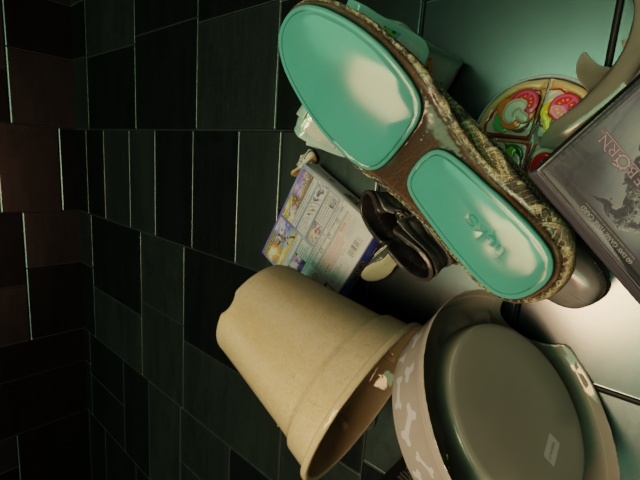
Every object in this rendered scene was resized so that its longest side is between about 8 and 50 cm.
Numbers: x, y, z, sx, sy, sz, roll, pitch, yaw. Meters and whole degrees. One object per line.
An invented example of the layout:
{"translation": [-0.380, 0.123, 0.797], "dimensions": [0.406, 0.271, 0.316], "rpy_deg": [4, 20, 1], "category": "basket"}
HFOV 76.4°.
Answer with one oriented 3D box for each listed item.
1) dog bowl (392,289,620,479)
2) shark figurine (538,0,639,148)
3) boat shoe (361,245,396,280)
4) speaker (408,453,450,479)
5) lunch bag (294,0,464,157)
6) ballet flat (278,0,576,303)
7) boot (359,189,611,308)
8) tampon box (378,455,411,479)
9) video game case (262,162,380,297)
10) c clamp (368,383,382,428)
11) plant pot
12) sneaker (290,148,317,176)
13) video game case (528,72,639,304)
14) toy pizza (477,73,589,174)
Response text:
{"translation": [0.255, 0.249, 0.581], "dimensions": [0.102, 0.349, 0.348], "rpy_deg": [-46, 65, 50], "category": "dog bowl"}
{"translation": [0.398, -0.257, 0.519], "dimensions": [0.167, 0.116, 0.277], "rpy_deg": [10, 97, 25], "category": "shark figurine"}
{"translation": [0.135, 0.037, 0.844], "dimensions": [0.137, 0.049, 0.043], "rpy_deg": [-47, 23, 37], "category": "boat shoe"}
{"translation": [0.283, 0.550, 0.722], "dimensions": [0.131, 0.131, 0.296], "rpy_deg": [-48, 65, 34], "category": "speaker"}
{"translation": [0.090, -0.257, 0.698], "dimensions": [0.160, 0.263, 0.223], "rpy_deg": [45, 121, 28], "category": "lunch bag"}
{"translation": [0.145, -0.130, 0.555], "dimensions": [0.482, 0.182, 0.164], "rpy_deg": [48, 131, 9], "category": "ballet flat"}
{"translation": [0.230, 0.018, 0.624], "dimensions": [0.338, 0.223, 0.118], "rpy_deg": [42, 140, 34], "category": "boot"}
{"translation": [0.143, 0.551, 0.823], "dimensions": [0.101, 0.161, 0.120], "rpy_deg": [37, 119, 32], "category": "tampon box"}
{"translation": [0.000, 0.000, 0.943], "dimensions": [0.244, 0.061, 0.269], "rpy_deg": [44, 122, 26], "category": "video game case"}
{"translation": [0.080, 0.367, 0.952], "dimensions": [0.161, 0.022, 0.137], "rpy_deg": [8, 106, 39], "category": "c clamp"}
{"translation": [-0.023, 0.216, 0.795], "dimensions": [0.306, 0.334, 0.333], "rpy_deg": [34, 117, 28], "category": "plant pot"}
{"translation": [-0.041, -0.187, 0.981], "dimensions": [0.083, 0.032, 0.036], "rpy_deg": [-33, 60, 34], "category": "sneaker"}
{"translation": [0.396, -0.089, 0.455], "dimensions": [0.274, 0.026, 0.196], "rpy_deg": [-41, 90, -6], "category": "video game case"}
{"translation": [0.337, -0.160, 0.646], "dimensions": [0.202, 0.032, 0.201], "rpy_deg": [7, 100, 41], "category": "toy pizza"}
